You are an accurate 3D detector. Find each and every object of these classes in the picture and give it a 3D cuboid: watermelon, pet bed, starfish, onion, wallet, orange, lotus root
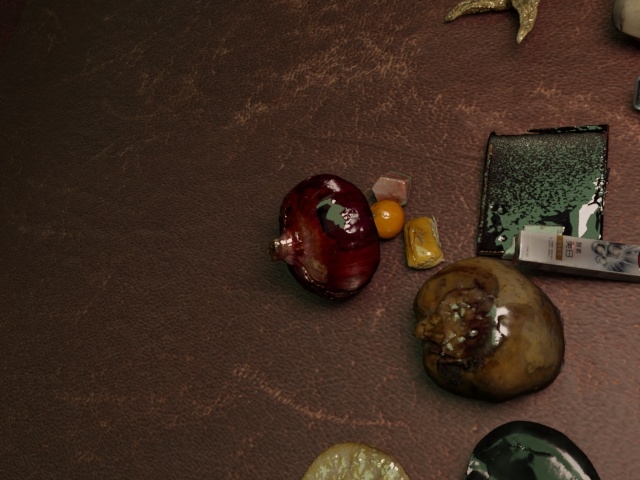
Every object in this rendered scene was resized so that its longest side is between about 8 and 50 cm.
[{"bbox_3d":[0.151,-0.117,1.193,0.085,0.072,0.092,-4,58,7],"label":"watermelon"},{"bbox_3d":[0.318,0.374,0.861,0.201,0.053,0.201,-12,61,21],"label":"pet bed"},{"bbox_3d":[0.407,-0.556,1.275,0.294,0.084,0.301,28,77,40],"label":"starfish"},{"bbox_3d":[0.000,0.000,1.104,0.219,0.252,0.252,-18,45,-33],"label":"onion"},{"bbox_3d":[0.408,-0.090,1.046,0.221,0.071,0.262,3,74,28],"label":"wallet"},{"bbox_3d":[0.133,-0.044,1.157,0.084,0.083,0.083,-12,60,22],"label":"orange"},{"bbox_3d":[0.262,0.138,0.944,0.272,0.192,0.272,-11,67,27],"label":"lotus root"}]

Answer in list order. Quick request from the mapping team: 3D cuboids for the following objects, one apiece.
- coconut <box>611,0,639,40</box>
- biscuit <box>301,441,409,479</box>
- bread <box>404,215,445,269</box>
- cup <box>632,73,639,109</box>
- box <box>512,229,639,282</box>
[{"bbox_3d":[0.644,-0.451,1.024,0.222,0.202,0.202,-24,56,9],"label":"coconut"},{"bbox_3d":[0.056,0.456,0.971,0.220,0.033,0.219,-12,60,21],"label":"biscuit"},{"bbox_3d":[0.200,0.005,1.114,0.072,0.053,0.106,-14,54,17],"label":"bread"},{"bbox_3d":[0.614,-0.254,0.983,0.128,0.129,0.095,24,72,38],"label":"cup"},{"bbox_3d":[0.433,0.027,0.933,0.218,0.039,0.055,7,74,5],"label":"box"}]
